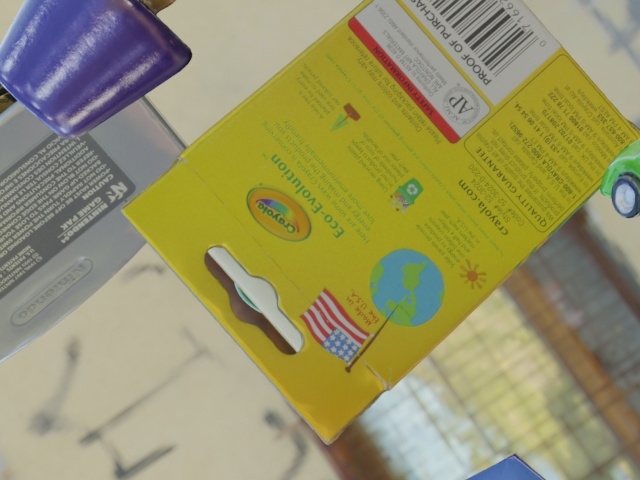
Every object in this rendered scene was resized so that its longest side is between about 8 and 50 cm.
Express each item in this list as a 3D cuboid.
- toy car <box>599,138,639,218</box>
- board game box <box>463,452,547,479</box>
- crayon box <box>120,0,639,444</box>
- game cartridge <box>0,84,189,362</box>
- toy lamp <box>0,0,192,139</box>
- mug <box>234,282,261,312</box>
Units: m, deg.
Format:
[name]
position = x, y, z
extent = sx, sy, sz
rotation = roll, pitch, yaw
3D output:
[toy car]
position = 0.210, -0.020, 0.826
extent = 0.225, 0.239, 0.053
rotation = 26, 123, 54
[board game box]
position = 0.117, 0.273, 0.976
extent = 0.347, 0.233, 0.078
rotation = 38, 144, 49
[crayon box]
position = 0.037, -0.036, 1.212
extent = 0.202, 0.318, 0.081
rotation = 49, 156, 0
[game cartridge]
position = -0.236, -0.007, 1.325
extent = 0.062, 0.297, 0.198
rotation = 51, 179, 35
[toy lamp]
position = -0.035, -0.159, 0.799
extent = 0.080, 0.274, 0.080
rotation = 41, 180, 0
[mug]
position = -0.005, 0.005, 1.826
extent = 0.129, 0.158, 0.097
rotation = 98, 175, -48
